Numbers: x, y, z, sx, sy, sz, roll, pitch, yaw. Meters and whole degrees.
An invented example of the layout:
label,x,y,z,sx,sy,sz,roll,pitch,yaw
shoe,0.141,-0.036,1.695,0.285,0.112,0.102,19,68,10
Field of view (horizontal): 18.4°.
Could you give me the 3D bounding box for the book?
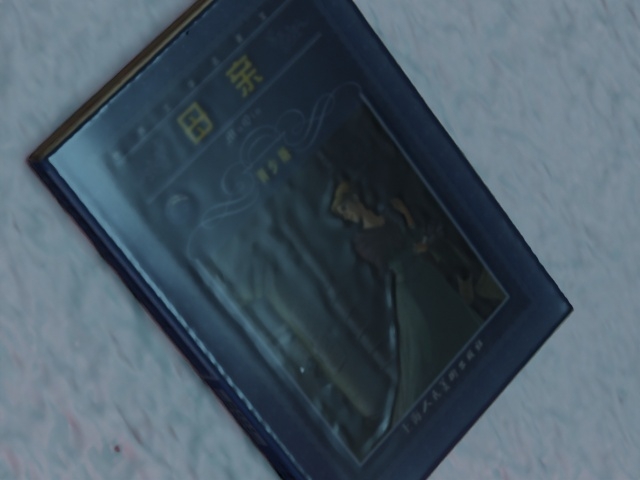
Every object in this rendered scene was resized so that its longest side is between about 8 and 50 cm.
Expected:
label,x,y,z,sx,sy,sz,roll,pitch,yaw
book,0.000,0.000,1.010,0.191,0.025,0.269,-46,111,-25
